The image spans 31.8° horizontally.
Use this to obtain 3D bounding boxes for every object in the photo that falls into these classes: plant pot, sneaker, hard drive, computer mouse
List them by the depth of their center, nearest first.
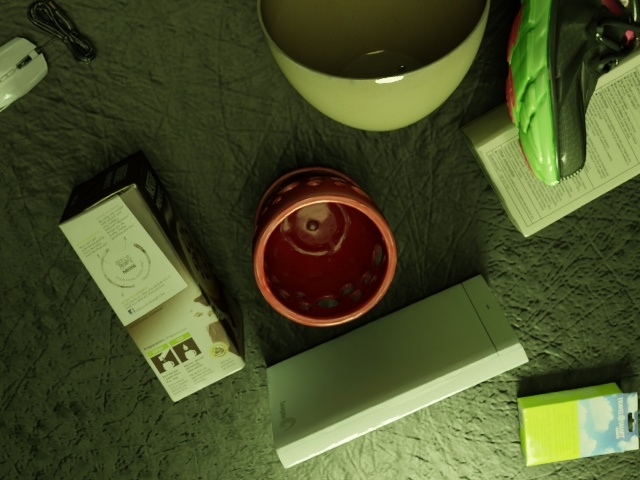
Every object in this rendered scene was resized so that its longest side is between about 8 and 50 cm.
[{"bbox_3d":[0.351,-0.302,1.395,0.202,0.185,0.482,12,92,4],"label":"sneaker"},{"bbox_3d":[0.073,-0.250,1.433,0.284,0.284,0.191,-12,146,0],"label":"plant pot"},{"bbox_3d":[-0.402,-0.228,1.494,0.193,0.042,0.106,-37,110,9],"label":"computer mouse"},{"bbox_3d":[0.000,0.000,1.542,0.191,0.174,0.191,-1,110,-4],"label":"plant pot"},{"bbox_3d":[0.096,0.176,1.583,0.353,0.233,0.047,-25,111,4],"label":"hard drive"}]

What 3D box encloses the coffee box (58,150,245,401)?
[{"bbox_3d":[-0.223,0.046,1.544,0.119,0.168,0.297,-28,111,5],"label":"coffee box"}]

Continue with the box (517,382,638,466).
[{"bbox_3d":[0.401,0.285,1.751,0.178,0.042,0.109,-8,111,-2],"label":"box"}]

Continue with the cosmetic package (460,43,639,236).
[{"bbox_3d":[0.370,-0.157,1.550,0.309,0.113,0.160,-29,109,5],"label":"cosmetic package"}]
